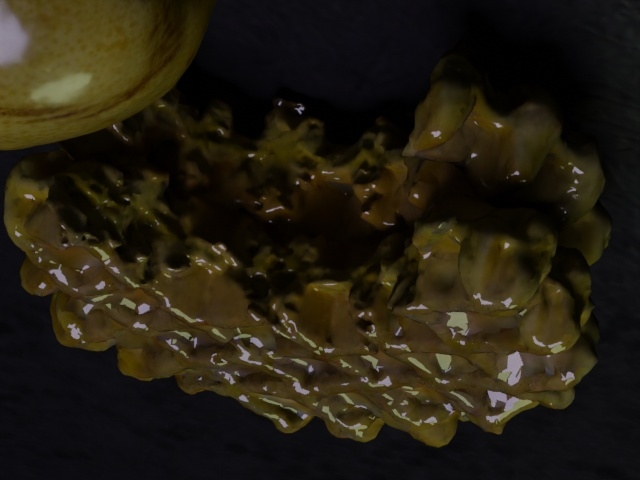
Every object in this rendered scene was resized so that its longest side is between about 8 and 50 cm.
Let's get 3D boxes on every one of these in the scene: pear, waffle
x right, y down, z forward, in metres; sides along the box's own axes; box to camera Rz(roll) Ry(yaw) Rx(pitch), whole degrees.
[{"bbox_3d":[-0.142,-0.139,0.799,0.209,0.209,0.209,12,151,7],"label":"pear"},{"bbox_3d":[0.000,0.000,1.030,0.324,0.151,0.261,8,155,21],"label":"waffle"}]
